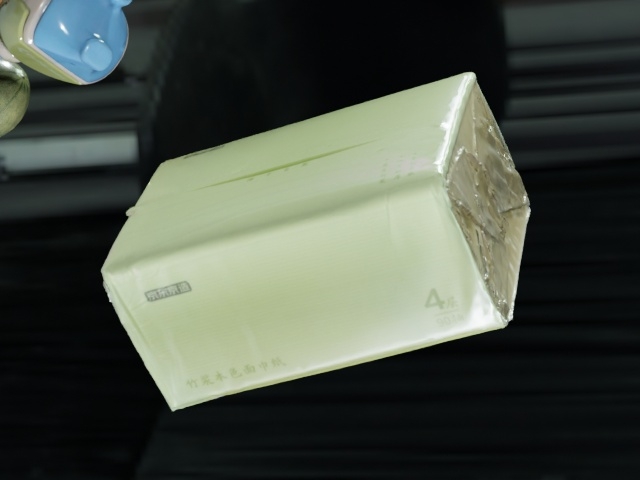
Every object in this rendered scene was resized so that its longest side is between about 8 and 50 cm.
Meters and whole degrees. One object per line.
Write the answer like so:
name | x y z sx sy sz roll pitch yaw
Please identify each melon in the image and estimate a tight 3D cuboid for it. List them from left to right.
melon | -0.387 -0.159 1.978 0.098 0.130 0.098 37 44 -47

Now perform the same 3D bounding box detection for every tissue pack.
tissue pack | 0.000 0.000 1.099 0.159 0.234 0.125 -67 137 -58

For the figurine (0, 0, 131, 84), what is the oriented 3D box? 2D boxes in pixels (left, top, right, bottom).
figurine | -0.256 -0.249 1.661 0.153 0.262 0.180 -2 107 -39
